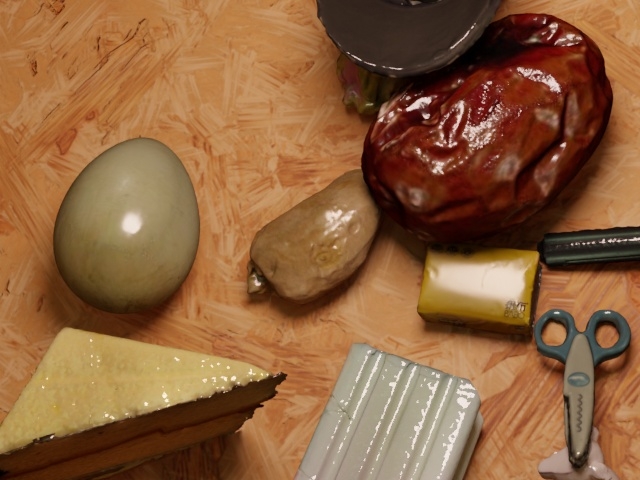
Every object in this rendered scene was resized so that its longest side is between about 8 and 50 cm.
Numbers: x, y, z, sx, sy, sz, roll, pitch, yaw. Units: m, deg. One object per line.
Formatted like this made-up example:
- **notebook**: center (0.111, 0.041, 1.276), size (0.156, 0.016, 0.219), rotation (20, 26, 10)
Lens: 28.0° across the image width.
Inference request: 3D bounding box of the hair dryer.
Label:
- **hair dryer**: center (0.467, -0.042, 1.885), size (0.303, 0.116, 0.244), rotation (-4, 68, 18)

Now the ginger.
- **ginger**: center (0.000, 0.000, 1.942), size (0.267, 0.152, 0.138), rotation (-38, 98, -8)

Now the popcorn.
- **popcorn**: center (0.088, -0.267, 2.015), size (0.126, 0.126, 0.145), rotation (11, 92, -8)

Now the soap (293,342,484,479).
- **soap**: center (0.081, 0.338, 1.800), size (0.208, 0.115, 0.346), rotation (17, 70, 21)

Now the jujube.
- **jujube**: center (0.246, -0.159, 1.871), size (0.276, 0.276, 0.377), rotation (40, 78, 20)

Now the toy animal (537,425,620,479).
- **toy animal**: center (0.380, 0.360, 1.760), size (0.131, 0.181, 0.127), rotation (-42, 28, -7)

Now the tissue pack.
- **tissue pack**: center (0.236, 0.069, 1.896), size (0.169, 0.082, 0.120), rotation (8, 75, 14)

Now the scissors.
- **scissors**: center (0.361, 0.198, 1.786), size (0.138, 0.041, 0.289), rotation (2, 43, 11)

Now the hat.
- **hat**: center (0.159, -0.350, 1.931), size (0.366, 0.257, 0.381), rotation (0, 61, 18)

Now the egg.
- **egg**: center (-0.292, -0.029, 1.966), size (0.219, 0.218, 0.295), rotation (-1, 59, 11)

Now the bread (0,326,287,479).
- **bread**: center (-0.269, 0.283, 1.809), size (0.405, 0.345, 0.242), rotation (16, 68, 8)
